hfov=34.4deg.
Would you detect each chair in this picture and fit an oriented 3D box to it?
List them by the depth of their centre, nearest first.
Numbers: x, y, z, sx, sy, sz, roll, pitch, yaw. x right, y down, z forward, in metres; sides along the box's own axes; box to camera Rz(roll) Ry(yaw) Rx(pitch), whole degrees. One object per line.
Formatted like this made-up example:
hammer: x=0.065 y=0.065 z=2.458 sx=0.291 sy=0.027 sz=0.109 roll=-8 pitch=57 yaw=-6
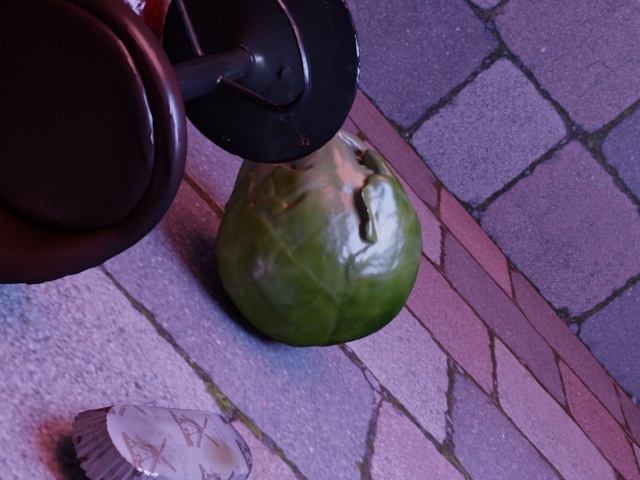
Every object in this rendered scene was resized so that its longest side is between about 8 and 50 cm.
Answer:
chair: x=-0.145 y=-0.122 z=0.870 sx=0.226 sy=0.226 sz=0.401 roll=51 pitch=33 yaw=2

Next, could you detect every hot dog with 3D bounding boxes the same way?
hot dog: x=-0.115 y=0.167 z=0.789 sx=0.099 sy=0.053 sz=0.192 roll=58 pitch=16 yaw=21

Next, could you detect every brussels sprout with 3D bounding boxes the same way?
brussels sprout: x=0.000 y=0.000 z=1.133 sx=0.244 sy=0.244 sz=0.244 roll=45 pitch=18 yaw=-18

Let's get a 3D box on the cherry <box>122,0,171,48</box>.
cherry: x=-0.235 y=-0.244 z=1.130 sx=0.249 sy=0.192 sz=0.175 roll=28 pitch=62 yaw=-65
